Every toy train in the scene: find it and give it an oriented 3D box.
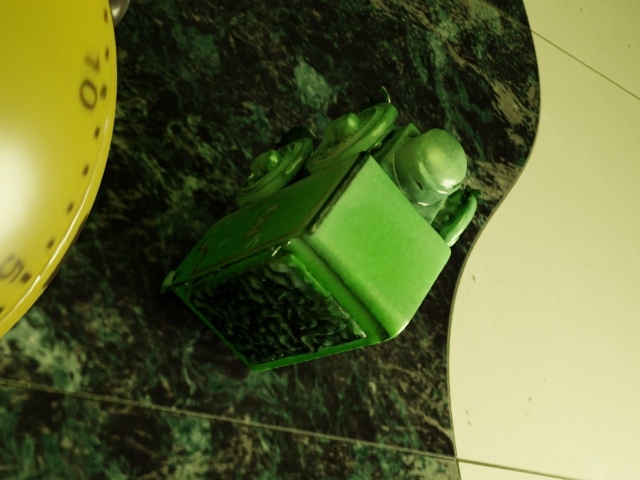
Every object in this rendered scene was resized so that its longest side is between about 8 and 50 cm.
[{"bbox_3d":[0.000,0.000,0.793,0.132,0.243,0.188,48,55,-16],"label":"toy train"}]

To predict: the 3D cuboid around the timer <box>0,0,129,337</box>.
[{"bbox_3d":[-0.259,-0.075,0.503,0.387,0.376,0.376,95,-28,-81],"label":"timer"}]
